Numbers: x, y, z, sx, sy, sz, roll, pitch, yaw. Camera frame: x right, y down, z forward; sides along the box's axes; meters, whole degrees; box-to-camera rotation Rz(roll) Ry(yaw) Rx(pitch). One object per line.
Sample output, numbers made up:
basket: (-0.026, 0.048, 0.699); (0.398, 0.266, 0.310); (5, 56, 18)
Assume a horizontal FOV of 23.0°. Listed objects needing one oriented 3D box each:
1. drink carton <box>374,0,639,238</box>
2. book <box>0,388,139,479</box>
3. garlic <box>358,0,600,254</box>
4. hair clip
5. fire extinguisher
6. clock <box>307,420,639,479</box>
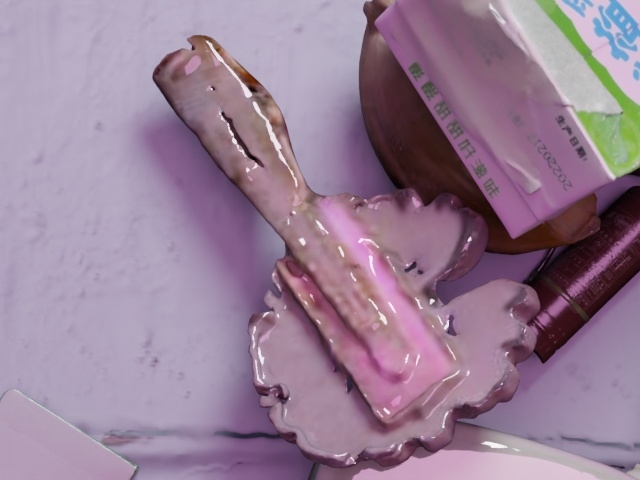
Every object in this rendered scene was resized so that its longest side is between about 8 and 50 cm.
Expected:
drink carton: (0.183, -0.137, 0.937); (0.271, 0.108, 0.161); (-31, 87, -35)
book: (-0.193, 0.172, 0.985); (0.103, 0.017, 0.135); (33, 84, -3)
garlic: (0.086, -0.067, 0.982); (0.087, 0.101, 0.195); (-35, 88, -33)
hair clip: (0.001, 0.000, 0.950); (0.173, 0.069, 0.300); (-37, 68, 5)
fire extinguisher: (0.179, 0.005, 1.015); (0.157, 0.045, 0.078); (-43, 67, -5)
clock: (0.133, 0.256, 0.955); (0.324, 0.108, 0.265); (12, 82, -3)
